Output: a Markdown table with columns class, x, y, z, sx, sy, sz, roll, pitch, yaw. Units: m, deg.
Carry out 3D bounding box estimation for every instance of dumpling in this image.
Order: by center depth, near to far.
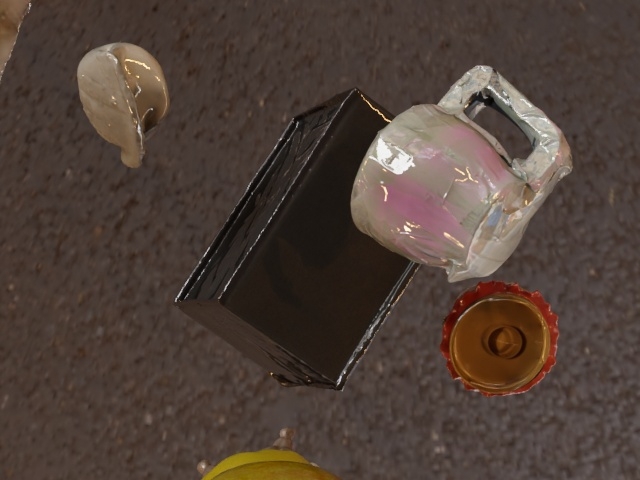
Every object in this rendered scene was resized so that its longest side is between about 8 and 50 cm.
| class | x | y | z | sx | sy | sz | roll | pitch | yaw |
| --- | --- | --- | --- | --- | --- | --- | --- | --- | --- |
| dumpling | -0.240 | -0.170 | 1.699 | 0.176 | 0.092 | 0.150 | -32 | 81 | 54 |

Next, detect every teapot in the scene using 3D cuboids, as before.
| class | x | y | z | sx | sy | sz | roll | pitch | yaw |
| --- | --- | --- | --- | --- | --- | --- | --- | --- | --- |
| teapot | 0.161 | -0.058 | 1.490 | 0.178 | 0.221 | 0.163 | 35 | 146 | 29 |

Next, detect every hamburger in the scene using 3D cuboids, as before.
| class | x | y | z | sx | sy | sz | roll | pitch | yaw |
| --- | --- | --- | --- | --- | --- | --- | --- | --- | --- |
| hamburger | 0.254 | 0.134 | 1.950 | 0.175 | 0.137 | 0.175 | 1 | 99 | 5 |

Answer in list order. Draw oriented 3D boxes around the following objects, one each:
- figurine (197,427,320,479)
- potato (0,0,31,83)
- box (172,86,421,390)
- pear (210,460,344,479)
| class | x | y | z | sx | sy | sz | roll | pitch | yaw |
| --- | --- | --- | --- | --- | --- | --- | --- | --- | --- |
| figurine | -0.098 | 0.394 | 2.073 | 0.215 | 0.343 | 0.187 | -31 | 94 | -2 |
| potato | -0.298 | -0.129 | 0.769 | 0.264 | 0.189 | 0.211 | 12 | 113 | -21 |
| box | 0.001 | 0.001 | 1.798 | 0.204 | 0.251 | 0.345 | 35 | 77 | -14 |
| pear | -0.042 | 0.330 | 1.443 | 0.200 | 0.200 | 0.200 | 0 | 116 | 1 |
